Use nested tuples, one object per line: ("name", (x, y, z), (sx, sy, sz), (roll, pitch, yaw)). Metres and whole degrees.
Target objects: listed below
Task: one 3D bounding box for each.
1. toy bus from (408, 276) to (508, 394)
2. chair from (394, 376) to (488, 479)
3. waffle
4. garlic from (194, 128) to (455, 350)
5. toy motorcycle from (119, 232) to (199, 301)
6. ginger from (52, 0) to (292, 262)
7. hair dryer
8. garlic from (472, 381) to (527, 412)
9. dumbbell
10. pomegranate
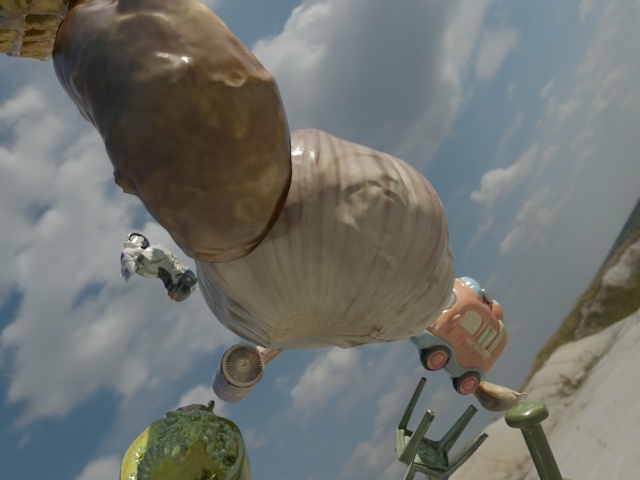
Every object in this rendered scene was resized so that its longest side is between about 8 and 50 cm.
("toy bus", (0.328, 0.212, 1.327), (0.232, 0.194, 0.287), (-45, -61, 7))
("chair", (0.261, 0.506, 1.274), (0.275, 0.190, 0.203), (-64, 0, 13))
("waffle", (-0.265, -0.257, 0.622), (0.245, 0.253, 0.052), (-51, -51, -76))
("garlic", (0.000, 0.000, 0.666), (0.317, 0.317, 0.260), (40, -139, -65))
("toy motorcycle", (-0.410, 0.076, 1.371), (0.102, 0.221, 0.150), (-45, 15, 30))
("ginger", (-0.131, -0.132, 0.483), (0.165, 0.321, 0.172), (-9, -41, -45))
("hair dryer", (-0.112, 0.271, 1.378), (0.344, 0.107, 0.189), (-32, -15, -30))
("garlic", (0.498, 0.448, 1.540), (0.066, 0.152, 0.084), (-49, -41, -36))
("dumbbell", (0.258, 0.249, 0.637), (0.052, 0.118, 0.046), (-17, -7, -29))
("pomegranate", (-0.274, 0.463, 1.151), (0.341, 0.260, 0.261), (-97, 27, -68))
